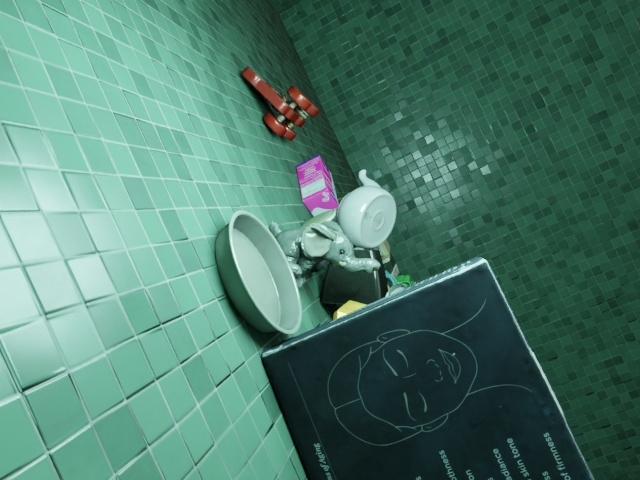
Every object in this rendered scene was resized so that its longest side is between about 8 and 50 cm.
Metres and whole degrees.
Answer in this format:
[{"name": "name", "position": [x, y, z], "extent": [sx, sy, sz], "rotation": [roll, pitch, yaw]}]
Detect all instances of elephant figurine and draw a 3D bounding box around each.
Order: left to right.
[{"name": "elephant figurine", "position": [0.009, 0.017, 1.276], "extent": [0.186, 0.239, 0.169], "rotation": [55, 17, -35]}]

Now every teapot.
[{"name": "teapot", "position": [0.149, -0.094, 1.804], "extent": [0.187, 0.256, 0.252], "rotation": [22, -42, 41]}]

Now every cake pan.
[{"name": "cake pan", "position": [-0.133, 0.076, 1.043], "extent": [0.293, 0.054, 0.293], "rotation": [58, 16, -26]}]

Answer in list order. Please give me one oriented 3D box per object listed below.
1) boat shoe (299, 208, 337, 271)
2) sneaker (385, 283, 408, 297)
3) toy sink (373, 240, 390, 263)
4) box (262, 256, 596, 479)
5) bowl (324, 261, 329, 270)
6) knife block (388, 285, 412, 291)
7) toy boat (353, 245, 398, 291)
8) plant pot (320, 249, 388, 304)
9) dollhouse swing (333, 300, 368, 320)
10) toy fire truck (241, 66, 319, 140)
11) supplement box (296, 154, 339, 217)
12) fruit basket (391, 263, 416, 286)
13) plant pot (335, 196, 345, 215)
[{"name": "boat shoe", "position": [0.004, -0.001, 1.533], "extent": [0.113, 0.127, 0.340], "rotation": [62, 16, -15]}, {"name": "sneaker", "position": [0.287, 0.232, 1.549], "extent": [0.297, 0.129, 0.111], "rotation": [31, 12, -49]}, {"name": "toy sink", "position": [0.235, 0.036, 2.263], "extent": [0.131, 0.153, 0.234], "rotation": [62, 15, -10]}, {"name": "box", "position": [0.212, 0.344, 0.977], "extent": [0.480, 0.472, 0.297], "rotation": [67, 13, 9]}, {"name": "bowl", "position": [0.050, 0.063, 1.686], "extent": [0.170, 0.080, 0.170], "rotation": [57, 16, -27]}, {"name": "knife block", "position": [0.206, 0.230, 1.631], "extent": [0.088, 0.242, 0.276], "rotation": [66, 14, 10]}, {"name": "toy boat", "position": [0.217, 0.148, 1.952], "extent": [0.318, 0.148, 0.267], "rotation": [59, 30, 0]}, {"name": "plant pot", "position": [0.113, 0.110, 1.506], "extent": [0.187, 0.188, 0.167], "rotation": [7, 83, -74]}, {"name": "dollhouse swing", "position": [0.152, 0.379, 1.385], "extent": [0.315, 0.305, 0.347], "rotation": [111, -15, -58]}, {"name": "toy fire truck", "position": [-0.161, -0.536, 1.828], "extent": [0.254, 0.169, 0.302], "rotation": [47, 12, 6]}, {"name": "supplement box", "position": [-0.013, -0.212, 1.866], "extent": [0.111, 0.114, 0.220], "rotation": [52, 20, -44]}, {"name": "fruit basket", "position": [0.373, 0.332, 2.227], "extent": [0.353, 0.165, 0.327], "rotation": [-65, 138, -60]}, {"name": "plant pot", "position": [0.109, -0.068, 1.997], "extent": [0.167, 0.167, 0.165], "rotation": [-95, 164, -54]}]
